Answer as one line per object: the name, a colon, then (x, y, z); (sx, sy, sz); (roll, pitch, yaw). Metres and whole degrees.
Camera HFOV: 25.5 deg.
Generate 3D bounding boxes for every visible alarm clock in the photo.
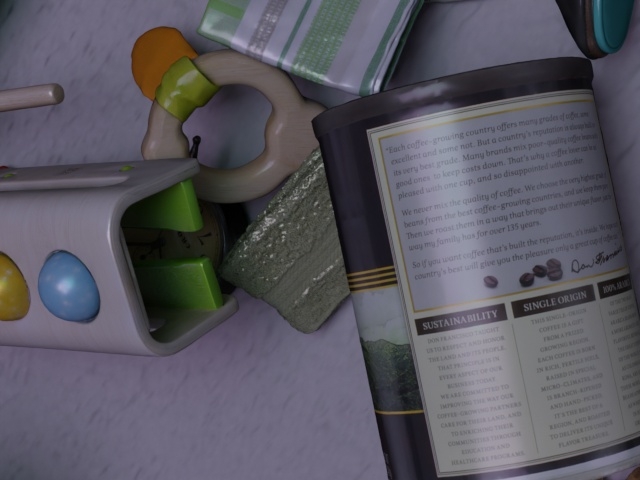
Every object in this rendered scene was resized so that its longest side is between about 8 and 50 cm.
alarm clock: (-0.138, 0.011, 1.185); (0.192, 0.064, 0.129); (-37, 79, 18)

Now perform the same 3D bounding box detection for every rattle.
rattle: (-0.050, -0.093, 1.147); (0.200, 0.143, 0.130); (9, 96, -22)

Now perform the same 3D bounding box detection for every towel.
towel: (-0.005, -0.178, 1.056); (0.152, 0.023, 0.113); (22, 80, 12)
towel: (0.000, 0.000, 1.115); (0.110, 0.027, 0.148); (36, 108, -24)

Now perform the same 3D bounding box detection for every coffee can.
coffee can: (0.119, 0.027, 1.001); (0.201, 0.201, 0.275); (-12, 89, 23)

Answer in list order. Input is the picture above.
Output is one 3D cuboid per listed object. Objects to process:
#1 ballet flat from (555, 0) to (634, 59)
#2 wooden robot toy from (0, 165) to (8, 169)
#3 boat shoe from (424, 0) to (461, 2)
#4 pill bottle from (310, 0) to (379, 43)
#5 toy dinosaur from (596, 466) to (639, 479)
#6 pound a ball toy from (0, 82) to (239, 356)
ballet flat: (0.193, -0.269, 1.019); (0.096, 0.095, 0.280); (10, 87, 32)
wooden robot toy: (-0.315, -0.020, 1.272); (0.079, 0.076, 0.173); (-25, 82, 58)
boat shoe: (0.005, -0.267, 1.087); (0.319, 0.099, 0.116); (25, 101, 19)
pill bottle: (-0.010, -0.171, 1.112); (0.137, 0.078, 0.078); (21, 101, 21)
toy dinosaur: (0.178, 0.208, 1.071); (0.183, 0.053, 0.092); (-5, 84, 7)
pound a ball toy: (-0.238, -0.018, 1.097); (0.319, 0.136, 0.208); (0, 112, 40)
